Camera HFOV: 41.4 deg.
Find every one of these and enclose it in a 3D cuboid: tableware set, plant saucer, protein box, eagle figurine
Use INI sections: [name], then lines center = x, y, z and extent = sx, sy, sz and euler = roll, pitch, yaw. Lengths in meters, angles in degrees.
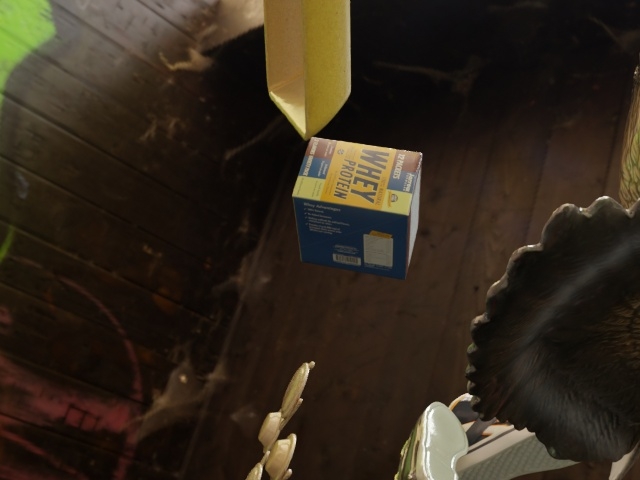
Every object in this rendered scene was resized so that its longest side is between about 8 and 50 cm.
[tableware set]
center = -0.048, 0.217, 0.909
extent = 0.141, 0.020, 0.169
euler = -56, -168, 45
[plant saucer]
center = -0.022, -0.348, 1.254
extent = 0.333, 0.081, 0.333
euler = -120, -154, -65
[protein box]
center = 0.068, -0.054, 1.495
extent = 0.199, 0.201, 0.136
euler = 10, -124, 10
[eagle figurine]
center = 0.208, 0.043, 0.473
extent = 0.225, 0.298, 0.226
euler = -42, -166, 13

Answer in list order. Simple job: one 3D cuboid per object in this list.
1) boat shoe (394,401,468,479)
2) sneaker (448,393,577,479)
[boat shoe]
center = 0.144, 0.290, 1.131
extent = 0.069, 0.081, 0.228
euler = -47, 179, 20
[sneaker]
center = 0.277, 0.274, 1.239
extent = 0.321, 0.126, 0.127
euler = -23, -138, 14
